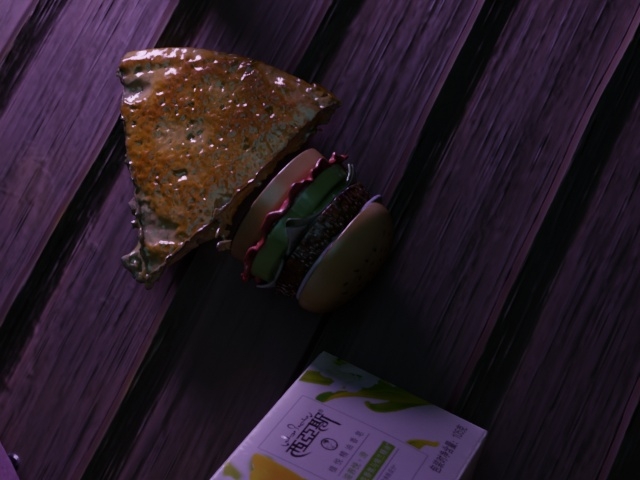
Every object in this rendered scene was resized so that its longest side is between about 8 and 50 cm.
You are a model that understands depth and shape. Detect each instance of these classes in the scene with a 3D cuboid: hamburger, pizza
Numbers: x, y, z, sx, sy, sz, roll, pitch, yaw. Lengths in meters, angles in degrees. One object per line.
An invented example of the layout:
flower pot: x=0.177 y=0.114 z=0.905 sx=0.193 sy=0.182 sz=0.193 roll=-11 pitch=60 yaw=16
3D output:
hamburger: x=0.001 y=-0.003 z=1.429 sx=0.137 sy=0.175 sz=0.175 roll=36 pitch=81 yaw=10
pizza: x=-0.150 y=-0.081 z=1.525 sx=0.280 sy=0.075 sz=0.287 roll=21 pitch=79 yaw=18

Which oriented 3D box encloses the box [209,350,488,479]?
box: x=0.021 y=0.244 z=1.303 sx=0.194 sy=0.111 sz=0.260 roll=24 pitch=35 yaw=14

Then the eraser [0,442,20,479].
eraser: x=-0.399 y=0.390 z=1.393 sx=0.272 sy=0.122 sz=0.359 roll=-30 pitch=70 yaw=1
